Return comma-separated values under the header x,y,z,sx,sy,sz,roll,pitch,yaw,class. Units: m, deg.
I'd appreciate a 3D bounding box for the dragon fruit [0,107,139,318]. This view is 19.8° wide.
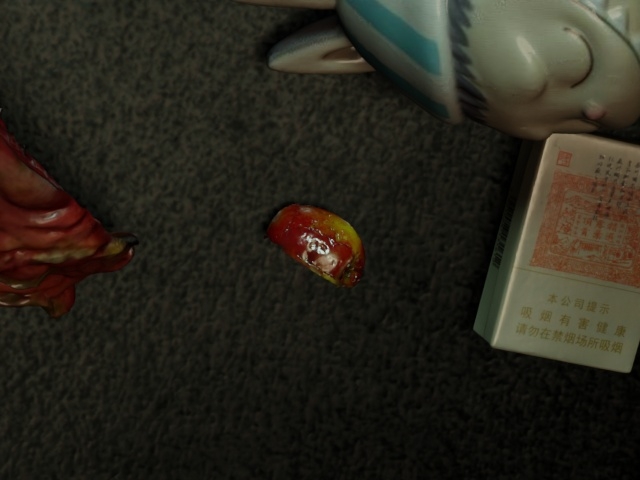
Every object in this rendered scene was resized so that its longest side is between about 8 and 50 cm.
x,y,z,sx,sy,sz,roll,pitch,yaw,class
-0.304,-0.012,1.382,0.228,0.286,0.329,-44,116,-5,dragon fruit

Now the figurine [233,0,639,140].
x,y,z,sx,sy,sz,roll,pitch,yaw,class
0.114,-0.248,1.417,0.377,0.266,0.361,-11,98,-10,figurine

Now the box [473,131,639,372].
x,y,z,sx,sy,sz,roll,pitch,yaw,class
0.225,0.005,1.598,0.141,0.058,0.201,13,98,-15,box

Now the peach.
x,y,z,sx,sy,sz,roll,pitch,yaw,class
0.000,0.000,1.553,0.083,0.077,0.050,32,101,27,peach
